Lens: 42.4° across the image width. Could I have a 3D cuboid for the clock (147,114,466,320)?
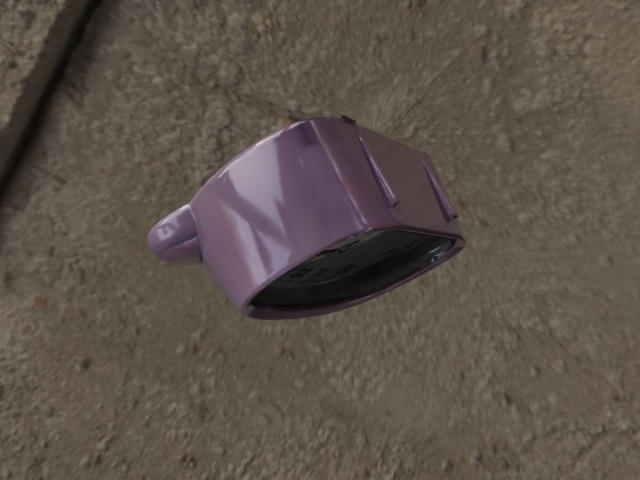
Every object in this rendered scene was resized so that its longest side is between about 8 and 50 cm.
[{"bbox_3d":[0.000,0.000,0.386,0.110,0.153,0.050,-31,73,23],"label":"clock"}]
